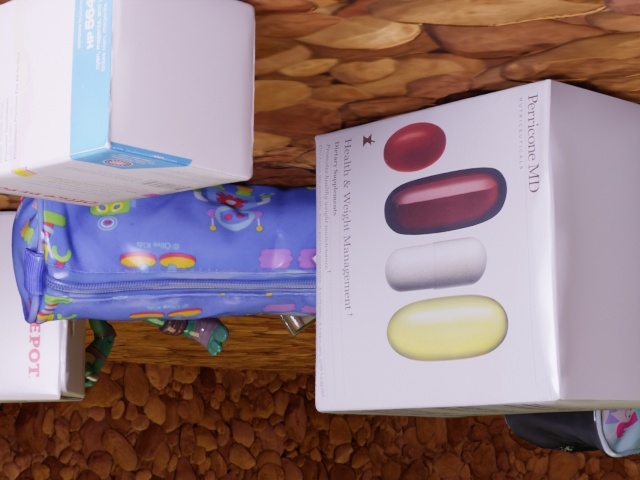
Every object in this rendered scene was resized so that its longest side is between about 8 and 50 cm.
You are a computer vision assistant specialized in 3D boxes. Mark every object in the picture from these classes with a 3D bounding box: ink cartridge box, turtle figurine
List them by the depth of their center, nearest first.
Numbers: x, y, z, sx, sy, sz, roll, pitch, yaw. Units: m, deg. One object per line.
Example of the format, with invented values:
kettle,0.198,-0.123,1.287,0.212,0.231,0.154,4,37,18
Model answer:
ink cartridge box,-0.114,-0.071,0.684,0.143,0.090,0.092,-7,168,42
ink cartridge box,-0.339,0.064,1.267,0.237,0.172,0.100,-1,171,3
turtle figurine,-0.205,0.060,1.455,0.234,0.118,0.175,4,130,-32

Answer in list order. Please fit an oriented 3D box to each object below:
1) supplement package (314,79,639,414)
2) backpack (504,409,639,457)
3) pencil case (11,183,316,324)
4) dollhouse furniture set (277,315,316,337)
supplement package,0.116,0.016,0.901,0.149,0.194,0.203,8,168,-43
backpack,0.270,0.049,1.034,0.253,0.225,0.191,3,176,-44
pencil case,-0.088,0.009,1.082,0.306,0.119,0.133,1,-160,-12
dollhouse furniture set,0.000,0.000,1.331,0.151,0.123,0.144,-34,175,-9
